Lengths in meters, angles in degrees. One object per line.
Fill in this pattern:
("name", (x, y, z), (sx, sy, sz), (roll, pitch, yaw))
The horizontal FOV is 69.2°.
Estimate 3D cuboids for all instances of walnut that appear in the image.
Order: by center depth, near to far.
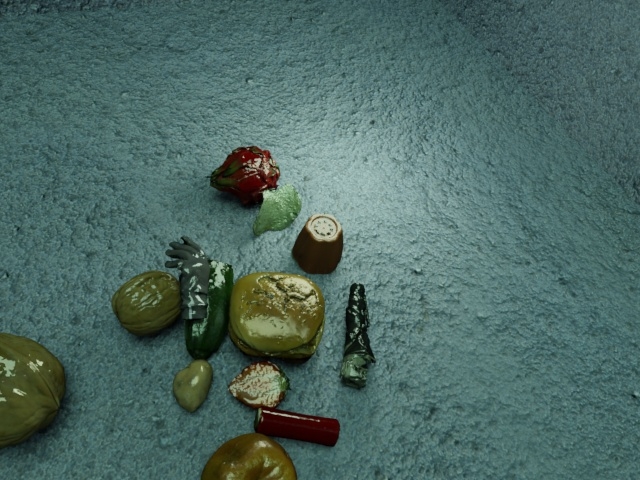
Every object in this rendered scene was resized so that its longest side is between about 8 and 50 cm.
("walnut", (-0.820, 0.380, 1.191), (0.312, 0.277, 0.252), (23, 85, 1))
("walnut", (-0.521, 0.189, 1.427), (0.213, 0.213, 0.214), (5, 55, -7))

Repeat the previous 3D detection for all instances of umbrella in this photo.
("umbrella", (0.125, 0.297, 1.514), (0.106, 0.113, 0.358), (-4, 53, 14))

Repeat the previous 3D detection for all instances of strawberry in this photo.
("strawberry", (-0.180, 0.439, 1.378), (0.186, 0.082, 0.147), (-3, 57, -4))

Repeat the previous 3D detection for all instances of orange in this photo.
("orange", (-0.188, 0.621, 1.189), (0.248, 0.183, 0.249), (17, 49, -21))

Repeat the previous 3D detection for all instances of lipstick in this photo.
("lipstick", (-0.065, 0.526, 1.312), (0.240, 0.080, 0.080), (15, 53, -14))

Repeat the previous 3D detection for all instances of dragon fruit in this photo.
("dragon fruit", (-0.288, -0.236, 1.754), (0.292, 0.234, 0.234), (-27, 64, -20))

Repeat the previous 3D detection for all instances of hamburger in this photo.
("hamburger", (-0.133, 0.235, 1.453), (0.304, 0.174, 0.284), (4, 46, -7))

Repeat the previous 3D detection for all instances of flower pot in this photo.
("flower pot", (0.000, 0.000, 1.662), (0.190, 0.173, 0.191), (6, 53, -8))

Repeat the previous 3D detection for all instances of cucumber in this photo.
("cucumber", (-0.351, 0.211, 1.472), (0.105, 0.145, 0.326), (-10, 56, 20))

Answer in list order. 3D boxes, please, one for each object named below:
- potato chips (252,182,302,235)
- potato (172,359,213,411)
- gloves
("potato chips", (-0.171, -0.109, 1.722), (0.228, 0.167, 0.059), (-24, 22, -29))
("potato", (-0.369, 0.416, 1.346), (0.111, 0.112, 0.147), (17, 51, 2))
("gloves", (-0.389, 0.112, 1.400), (0.119, 0.142, 0.286), (-26, 67, 7))
